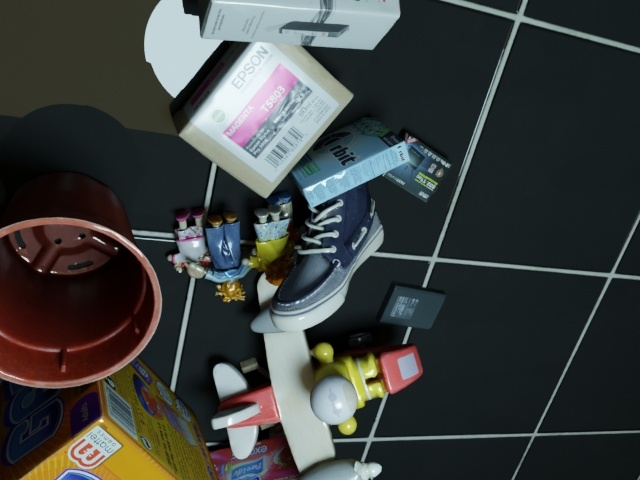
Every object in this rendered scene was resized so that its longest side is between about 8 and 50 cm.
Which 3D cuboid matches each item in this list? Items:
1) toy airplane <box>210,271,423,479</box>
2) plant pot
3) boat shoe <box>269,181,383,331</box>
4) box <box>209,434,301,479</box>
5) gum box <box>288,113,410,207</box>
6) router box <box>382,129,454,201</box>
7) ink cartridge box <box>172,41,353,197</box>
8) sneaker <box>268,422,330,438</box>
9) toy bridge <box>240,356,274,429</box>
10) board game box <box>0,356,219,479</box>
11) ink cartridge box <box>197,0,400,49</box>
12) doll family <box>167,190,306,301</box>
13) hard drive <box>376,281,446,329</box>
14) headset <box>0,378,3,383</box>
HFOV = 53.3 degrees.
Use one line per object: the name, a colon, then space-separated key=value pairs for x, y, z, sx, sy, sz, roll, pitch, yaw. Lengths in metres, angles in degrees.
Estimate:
toy airplane: x=-0.023 y=0.292 z=1.213 sx=0.386 sy=0.272 sz=0.385 roll=32 pitch=78 yaw=-9
plant pot: x=-0.394 y=0.035 z=0.976 sx=0.272 sy=0.265 sz=0.273 roll=-8 pitch=119 yaw=-15
boat shoe: x=0.000 y=0.000 z=1.099 sx=0.127 sy=0.340 sz=0.158 roll=0 pitch=119 yaw=28
box: x=-0.128 y=0.514 z=1.361 sx=0.256 sy=0.123 sz=0.128 roll=-16 pitch=132 yaw=10
gum box: x=0.038 y=-0.141 z=1.095 sx=0.184 sy=0.157 sz=0.041 roll=-25 pitch=122 yaw=-4
router box: x=0.180 y=-0.141 z=1.215 sx=0.122 sy=0.038 sz=0.092 roll=26 pitch=107 yaw=-29
ink cartridge box: x=-0.095 y=-0.218 z=1.050 sx=0.193 sy=0.088 sz=0.235 roll=34 pitch=103 yaw=-32
sneaker: x=-0.011 y=0.397 z=1.416 sx=0.214 sy=0.084 sz=0.083 roll=-34 pitch=122 yaw=13
toy bridge: x=-0.120 y=0.327 z=1.368 sx=0.063 sy=0.026 sz=0.188 roll=-19 pitch=120 yaw=-10
board game box: x=-0.417 y=0.408 z=1.084 sx=0.356 sy=0.356 sz=0.356 roll=-38 pitch=121 yaw=-6
ink cartridge box: x=-0.035 y=-0.394 z=0.912 sx=0.272 sy=0.114 sz=0.197 roll=-2 pitch=82 yaw=-19
doll family: x=-0.139 y=0.025 z=1.145 sx=0.262 sy=0.118 sz=0.163 roll=-11 pitch=120 yaw=-14
hard drive: x=0.198 y=0.144 z=1.383 sx=0.135 sy=0.022 sz=0.094 roll=12 pitch=112 yaw=-24
headset: x=-0.676 y=0.215 z=1.039 sx=0.394 sy=0.185 sz=0.243 roll=-44 pitch=106 yaw=2
